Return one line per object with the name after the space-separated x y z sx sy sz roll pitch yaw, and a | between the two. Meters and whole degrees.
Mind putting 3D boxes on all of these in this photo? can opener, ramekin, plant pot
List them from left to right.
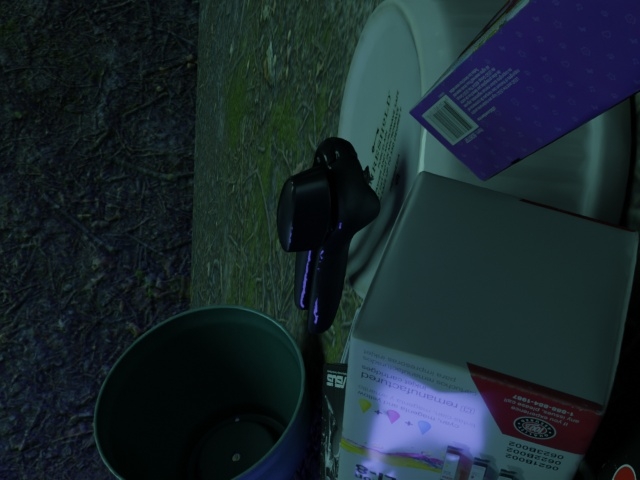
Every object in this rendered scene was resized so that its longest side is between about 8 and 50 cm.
-0.139 0.264 1.332 0.196 0.293 0.293 70 -172 -46 | plant pot
0.000 0.000 0.689 0.186 0.073 0.059 97 161 -54 | can opener
0.097 -0.060 0.691 0.273 0.127 0.273 -177 90 -76 | ramekin

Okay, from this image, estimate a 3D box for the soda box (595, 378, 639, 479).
0.163 0.151 0.441 0.060 0.053 0.169 114 169 -55 | soda box

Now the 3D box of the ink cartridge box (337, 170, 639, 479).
0.089 0.077 0.551 0.176 0.128 0.127 92 -162 -49 | ink cartridge box

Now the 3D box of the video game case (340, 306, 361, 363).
0.042 0.201 1.064 0.173 0.022 0.190 -103 22 -49 | video game case

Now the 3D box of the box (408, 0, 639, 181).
0.161 -0.141 0.369 0.201 0.057 0.293 -48 4 -17 | box

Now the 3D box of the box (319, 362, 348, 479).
0.062 0.206 0.856 0.231 0.056 0.183 171 103 -70 | box
